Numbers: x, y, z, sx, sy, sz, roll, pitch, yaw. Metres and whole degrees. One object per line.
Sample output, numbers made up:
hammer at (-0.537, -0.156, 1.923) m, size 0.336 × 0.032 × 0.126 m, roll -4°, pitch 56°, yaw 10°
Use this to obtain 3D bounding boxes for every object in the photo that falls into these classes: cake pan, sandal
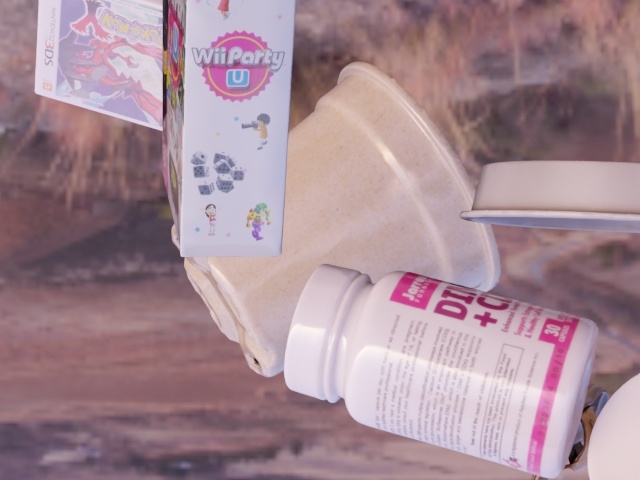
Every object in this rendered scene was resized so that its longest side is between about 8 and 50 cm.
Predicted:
cake pan at (0.281, -0.039, 1.396) m, size 0.293 × 0.054 × 0.293 m, roll 3°, pitch 179°, yaw 0°
sandal at (0.313, 0.244, 1.763) m, size 0.060 × 0.090 × 0.219 m, roll 25°, pitch -152°, yaw 22°

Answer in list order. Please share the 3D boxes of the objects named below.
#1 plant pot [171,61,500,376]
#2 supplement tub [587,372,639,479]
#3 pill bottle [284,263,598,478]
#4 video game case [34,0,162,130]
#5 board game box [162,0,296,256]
plant pot at (0.000, 0.000, 1.793) m, size 0.305 × 0.334 × 0.334 m, roll -33°, pitch 171°, yaw -12°
supplement tub at (0.400, 0.270, 1.445) m, size 0.228 × 0.228 × 0.316 m, roll -6°, pitch 146°, yaw 25°
pill bottle at (0.118, 0.121, 1.438) m, size 0.283 × 0.160 × 0.160 m, roll 14°, pitch 169°, yaw 15°
video game case at (-0.230, -0.215, 1.680) m, size 0.201 × 0.023 × 0.183 m, roll 16°, pitch 135°, yaw 2°
board game box at (-0.086, -0.166, 1.283) m, size 0.097 × 0.303 × 0.224 m, roll -1°, pitch -158°, yaw -11°
